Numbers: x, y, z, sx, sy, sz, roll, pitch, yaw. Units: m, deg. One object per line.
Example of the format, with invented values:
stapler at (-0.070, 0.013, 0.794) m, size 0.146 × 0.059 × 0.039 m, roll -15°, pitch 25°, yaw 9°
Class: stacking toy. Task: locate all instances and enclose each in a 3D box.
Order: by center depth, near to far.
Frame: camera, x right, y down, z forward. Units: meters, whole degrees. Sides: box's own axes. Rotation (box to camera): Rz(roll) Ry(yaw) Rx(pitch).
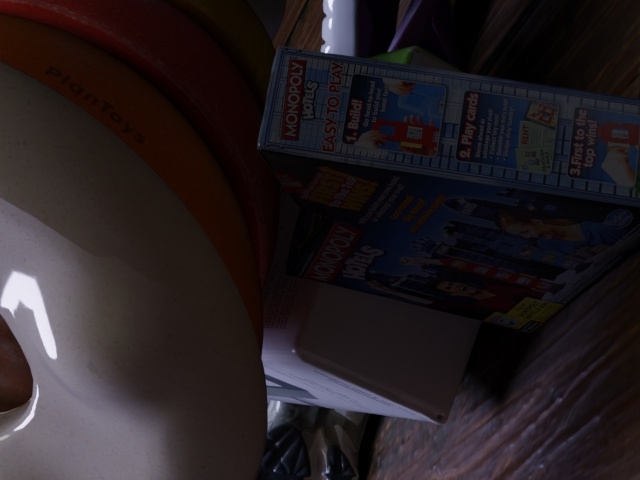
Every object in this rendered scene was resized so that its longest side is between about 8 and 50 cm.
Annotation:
stacking toy at (-0.125, -0.060, 0.996) m, size 0.480 × 0.350 × 0.350 m, roll -58°, pitch -6°, yaw -49°

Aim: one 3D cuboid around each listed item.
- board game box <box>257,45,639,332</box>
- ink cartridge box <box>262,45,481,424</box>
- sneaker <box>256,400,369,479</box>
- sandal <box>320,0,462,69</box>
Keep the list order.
board game box at (0.054, -0.028, 0.850) m, size 0.194 × 0.194 × 0.060 m, roll 127°, pitch 155°, yaw -65°
ink cartridge box at (0.000, 0.000, 1.086) m, size 0.273 × 0.115 × 0.198 m, roll -3°, pitch 64°, yaw 63°
sneaker at (-0.013, 0.151, 1.283) m, size 0.122 × 0.110 × 0.283 m, roll -136°, pitch 70°, yaw -85°
sandal at (0.061, -0.144, 1.303) m, size 0.169 × 0.102 × 0.416 m, roll -64°, pitch -17°, yaw -57°
